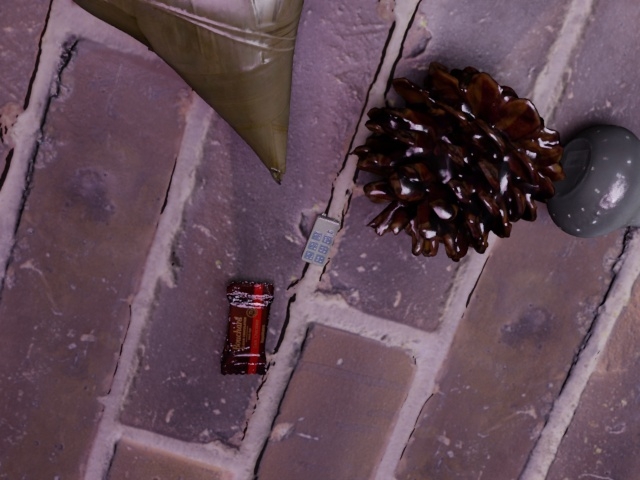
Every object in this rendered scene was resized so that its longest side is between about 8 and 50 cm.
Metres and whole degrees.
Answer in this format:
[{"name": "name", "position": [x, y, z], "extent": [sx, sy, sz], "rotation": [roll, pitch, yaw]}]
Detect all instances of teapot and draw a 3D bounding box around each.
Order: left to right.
[{"name": "teapot", "position": [0.480, -0.064, 1.737], "extent": [0.251, 0.183, 0.183], "rotation": [22, 110, -23]}]

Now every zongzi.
[{"name": "zongzi", "position": [-0.242, -0.292, 1.628], "extent": [0.447, 0.181, 0.418], "rotation": [4, 112, 0]}]

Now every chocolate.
[{"name": "chocolate", "position": [-0.123, 0.148, 1.880], "extent": [0.086, 0.028, 0.182], "rotation": [0, 113, -9]}]

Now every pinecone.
[{"name": "pinecone", "position": [0.190, -0.110, 1.665], "extent": [0.298, 0.242, 0.296], "rotation": [44, 99, -2]}]

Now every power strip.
[{"name": "power strip", "position": [0.000, 0.000, 1.827], "extent": [0.040, 0.016, 0.090], "rotation": [19, 111, -8]}]
